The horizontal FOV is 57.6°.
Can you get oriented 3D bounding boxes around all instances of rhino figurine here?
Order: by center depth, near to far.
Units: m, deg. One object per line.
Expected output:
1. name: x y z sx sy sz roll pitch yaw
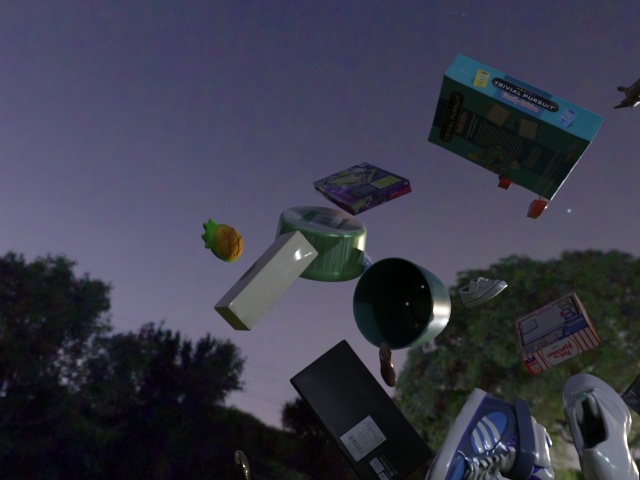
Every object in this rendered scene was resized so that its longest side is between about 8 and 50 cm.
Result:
1. rhino figurine: 0.823 -0.388 1.412 0.106 0.073 0.243 3 -22 -35

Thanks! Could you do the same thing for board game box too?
1. board game box: 0.489 0.190 1.220 0.147 0.045 0.193 -33 5 21
2. board game box: 0.430 -0.255 1.343 0.336 0.079 0.253 30 -20 14
3. board game box: 0.127 -0.176 1.907 0.208 0.056 0.347 -19 22 -13

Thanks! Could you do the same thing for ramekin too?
1. ramekin: 0.000 0.000 1.814 0.304 0.148 0.303 8 20 -3

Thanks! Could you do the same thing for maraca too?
1. maraca: -0.324 0.001 1.919 0.099 0.127 0.186 -16 -31 29

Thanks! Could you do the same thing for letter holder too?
1. letter holder: 0.088 0.405 1.300 0.152 0.302 0.214 -35 -21 -11

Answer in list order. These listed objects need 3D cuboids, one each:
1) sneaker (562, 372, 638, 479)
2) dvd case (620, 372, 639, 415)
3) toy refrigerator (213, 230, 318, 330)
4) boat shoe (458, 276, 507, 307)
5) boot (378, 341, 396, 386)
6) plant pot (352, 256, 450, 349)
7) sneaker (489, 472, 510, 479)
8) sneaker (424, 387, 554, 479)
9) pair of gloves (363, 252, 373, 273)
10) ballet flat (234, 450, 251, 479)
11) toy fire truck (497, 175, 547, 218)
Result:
1. sneaker: 0.348 0.222 0.745 0.080 0.212 0.094 -26 -75 21
2. dvd case: 0.853 0.385 1.416 0.221 0.164 0.018 40 -1 -13
3. toy refrigerator: -0.132 0.102 1.460 0.094 0.269 0.102 49 -28 -16
4. boat shoe: 0.591 0.178 2.151 0.096 0.088 0.267 -33 -8 -15
5. boot: 0.167 0.308 1.438 0.037 0.106 0.114 -16 -16 -4
6. plant pot: 0.293 0.213 1.919 0.293 0.292 0.235 -11 -15 37
7. sneaker: 0.440 0.600 1.419 0.091 0.258 0.094 -12 -51 -24
8. sneaker: 0.384 0.477 1.255 0.236 0.323 0.130 29 -52 20
9. pair of gloves: 0.150 0.058 2.099 0.023 0.198 0.159 -35 -61 19
10. ballet flat: -0.230 0.682 1.692 0.049 0.057 0.173 -4 -65 9
11. toy fire truck: 0.543 -0.167 1.529 0.135 0.192 0.047 21 -7 9
